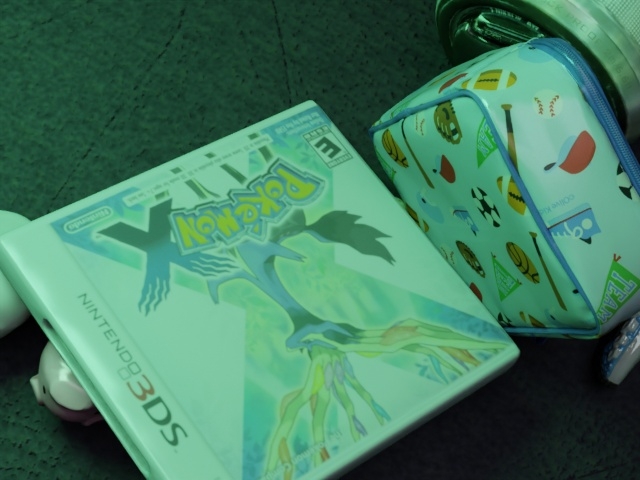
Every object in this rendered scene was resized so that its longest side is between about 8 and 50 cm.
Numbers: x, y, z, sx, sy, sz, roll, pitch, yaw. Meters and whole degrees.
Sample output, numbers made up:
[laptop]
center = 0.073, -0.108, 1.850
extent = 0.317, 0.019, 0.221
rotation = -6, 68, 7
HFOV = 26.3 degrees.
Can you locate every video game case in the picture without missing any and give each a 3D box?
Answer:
[video game case]
center = -0.045, 0.052, 1.106
extent = 0.329, 0.036, 0.300
rotation = -27, 69, -33

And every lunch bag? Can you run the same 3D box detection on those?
[lunch bag]
center = 0.162, -0.028, 1.110
extent = 0.115, 0.303, 0.243
rotation = -32, 95, -12

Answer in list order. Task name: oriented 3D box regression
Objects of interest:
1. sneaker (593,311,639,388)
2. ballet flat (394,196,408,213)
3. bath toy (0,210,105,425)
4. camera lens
[sneaker]
center = 0.319, 0.064, 1.223
extent = 0.083, 0.071, 0.190
rotation = 39, 73, 0
[ballet flat]
center = 0.000, 0.000, 1.213
extent = 0.173, 0.049, 0.057
rotation = -19, 77, -12
[bath toy]
center = -0.170, 0.104, 1.130
extent = 0.348, 0.129, 0.151
rotation = 27, 28, 0
[camera lens]
center = 0.254, -0.232, 1.223
extent = 0.219, 0.219, 0.274
rotation = 39, 73, 6
